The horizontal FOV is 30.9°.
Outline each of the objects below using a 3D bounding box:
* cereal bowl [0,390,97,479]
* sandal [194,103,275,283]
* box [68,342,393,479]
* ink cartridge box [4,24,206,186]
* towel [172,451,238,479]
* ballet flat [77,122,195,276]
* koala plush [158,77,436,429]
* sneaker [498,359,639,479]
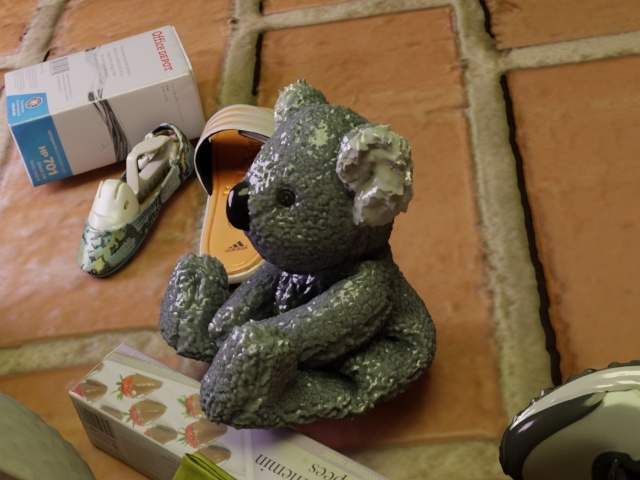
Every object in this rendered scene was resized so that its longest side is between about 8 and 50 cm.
[{"bbox_3d":[-0.277,0.194,0.652,0.339,0.339,0.141,-18,35,-6],"label":"cereal bowl"},{"bbox_3d":[-0.071,-0.069,1.101,0.102,0.076,0.265,-9,39,7],"label":"sandal"},{"bbox_3d":[-0.046,0.168,0.827,0.324,0.067,0.063,20,50,34],"label":"box"},{"bbox_3d":[-0.227,-0.145,1.221,0.190,0.082,0.140,-16,33,-7],"label":"ink cartridge box"},{"bbox_3d":[-0.028,0.234,0.730,0.237,0.021,0.102,29,90,35],"label":"towel"},{"bbox_3d":[-0.183,-0.047,1.116,0.070,0.070,0.188,7,44,22],"label":"ballet flat"},{"bbox_3d":[0.000,0.000,0.856,0.203,0.221,0.196,0,17,-22],"label":"koala plush"},{"bbox_3d":[0.251,0.147,0.749,0.271,0.100,0.108,0,47,15],"label":"sneaker"}]
